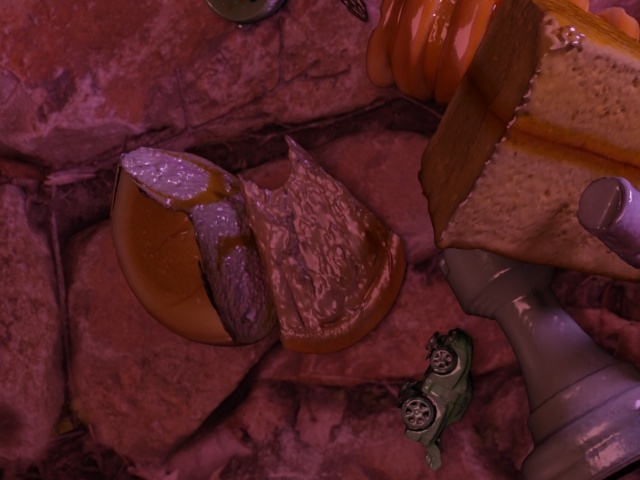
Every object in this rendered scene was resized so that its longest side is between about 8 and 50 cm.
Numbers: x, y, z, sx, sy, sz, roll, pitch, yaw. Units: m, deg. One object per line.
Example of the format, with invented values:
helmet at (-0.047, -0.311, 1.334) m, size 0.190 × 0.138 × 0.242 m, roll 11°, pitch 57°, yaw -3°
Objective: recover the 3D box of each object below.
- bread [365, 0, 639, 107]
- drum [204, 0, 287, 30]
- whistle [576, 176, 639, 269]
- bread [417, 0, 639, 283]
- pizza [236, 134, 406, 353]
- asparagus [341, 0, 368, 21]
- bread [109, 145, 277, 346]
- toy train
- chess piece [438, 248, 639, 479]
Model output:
bread at (0.210, -0.215, 1.301) m, size 0.311 × 0.121 × 0.173 m, roll 19°, pitch 95°, yaw 15°
drum at (-0.036, -0.338, 1.392) m, size 0.253 × 0.049 × 0.130 m, roll -13°, pitch 100°, yaw 30°
whistle at (0.375, 0.036, 1.161) m, size 0.142 × 0.346 × 0.134 m, roll -49°, pitch 36°, yaw 16°
bread at (0.304, -0.066, 1.147) m, size 0.361 × 0.245 × 0.233 m, roll 23°, pitch 109°, yaw -11°
pizza at (0.000, 0.000, 1.378) m, size 0.181 × 0.034 × 0.262 m, roll -23°, pitch 95°, yaw 0°
asparagus at (-0.023, -0.346, 1.429) m, size 0.236 × 0.027 × 0.034 m, roll 40°, pitch 81°, yaw 14°
bread at (-0.160, 0.006, 1.412) m, size 0.156 × 0.158 × 0.261 m, roll -12°, pitch 98°, yaw 35°
toy train at (0.137, 0.176, 1.337) m, size 0.081 × 0.099 × 0.149 m, roll 31°, pitch 97°, yaw 3°
chess piece at (0.249, 0.117, 1.260) m, size 0.194 × 0.194 × 0.299 m, roll -34°, pitch 70°, yaw 15°
